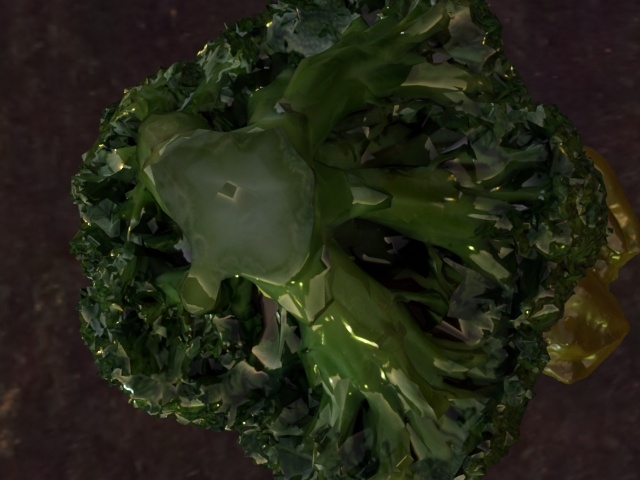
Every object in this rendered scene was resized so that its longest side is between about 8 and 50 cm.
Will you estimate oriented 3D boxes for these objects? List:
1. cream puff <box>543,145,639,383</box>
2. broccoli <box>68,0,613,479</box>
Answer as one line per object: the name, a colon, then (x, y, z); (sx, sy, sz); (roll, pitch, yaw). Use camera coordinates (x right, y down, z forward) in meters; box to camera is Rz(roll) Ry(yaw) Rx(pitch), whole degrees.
cream puff: (0.148, 0.027, 1.041); (0.194, 0.194, 0.221); (21, 90, 30)
broccoli: (0.000, 0.000, 0.742); (0.308, 0.275, 0.308); (0, 91, 11)
